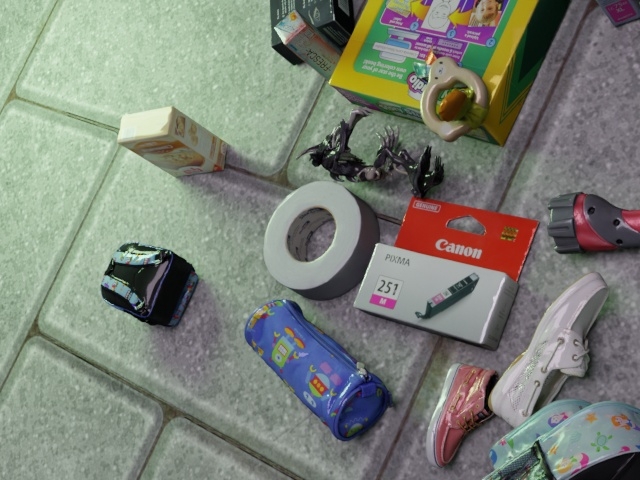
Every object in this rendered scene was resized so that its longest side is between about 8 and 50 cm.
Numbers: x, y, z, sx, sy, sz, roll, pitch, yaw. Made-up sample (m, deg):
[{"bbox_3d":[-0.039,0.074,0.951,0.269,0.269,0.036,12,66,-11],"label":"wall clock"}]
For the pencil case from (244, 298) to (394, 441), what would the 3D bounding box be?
[{"bbox_3d":[-0.009,0.220,1.892,0.306,0.119,0.133,41,119,39],"label":"pencil case"}]

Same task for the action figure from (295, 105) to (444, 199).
[{"bbox_3d":[0.092,-0.166,1.975,0.276,0.164,0.140,17,91,29],"label":"action figure"}]

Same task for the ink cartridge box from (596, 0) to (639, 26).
[{"bbox_3d":[0.446,-0.513,1.774,0.065,0.311,0.185,-18,60,27],"label":"ink cartridge box"}]

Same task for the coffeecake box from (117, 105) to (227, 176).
[{"bbox_3d":[-0.310,-0.205,2.248,0.142,0.185,0.068,-6,67,34],"label":"coffeecake box"}]

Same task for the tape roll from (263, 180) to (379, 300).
[{"bbox_3d":[0.000,0.000,2.015,0.219,0.072,0.219,-15,63,30],"label":"tape roll"}]

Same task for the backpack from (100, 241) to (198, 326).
[{"bbox_3d":[-0.363,0.087,2.200,0.173,0.117,0.158,14,79,38],"label":"backpack"}]

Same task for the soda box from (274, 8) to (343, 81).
[{"bbox_3d":[-0.010,-0.381,2.117,0.058,0.183,0.063,-40,51,14],"label":"soda box"}]

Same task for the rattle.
[{"bbox_3d":[0.193,-0.275,1.833,0.130,0.143,0.199,-40,61,39],"label":"rattle"}]

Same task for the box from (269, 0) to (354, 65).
[{"bbox_3d":[-0.019,-0.473,2.222,0.158,0.093,0.155,-17,61,27],"label":"box"}]

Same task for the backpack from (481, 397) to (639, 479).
[{"bbox_3d":[0.377,0.336,1.499,0.253,0.225,0.191,-42,35,26],"label":"backpack"}]

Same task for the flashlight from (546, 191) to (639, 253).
[{"bbox_3d":[0.512,-0.038,1.657,0.304,0.103,0.103,-7,63,34],"label":"flashlight"}]

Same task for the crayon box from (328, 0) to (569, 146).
[{"bbox_3d":[0.237,-0.373,1.992,0.363,0.106,0.313,22,86,38],"label":"crayon box"}]

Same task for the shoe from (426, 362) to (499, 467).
[{"bbox_3d":[0.233,0.287,1.730,0.081,0.063,0.177,4,68,41],"label":"shoe"}]

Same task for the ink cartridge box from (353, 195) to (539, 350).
[{"bbox_3d":[0.216,0.043,1.854,0.275,0.060,0.238,14,80,38],"label":"ink cartridge box"}]

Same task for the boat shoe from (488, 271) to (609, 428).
[{"bbox_3d":[0.378,0.180,1.661,0.096,0.098,0.277,41,105,39],"label":"boat shoe"}]
